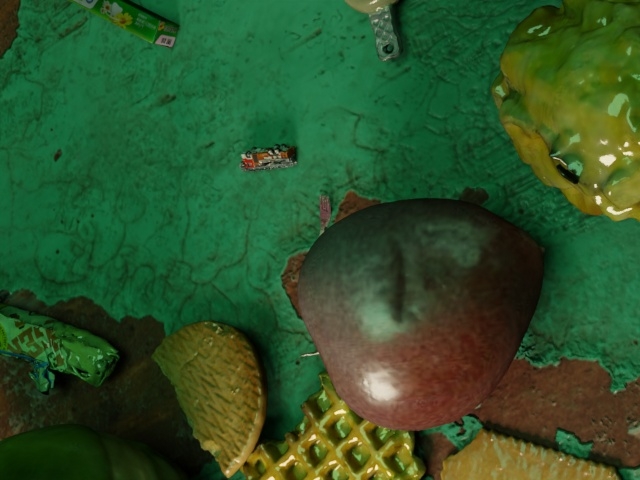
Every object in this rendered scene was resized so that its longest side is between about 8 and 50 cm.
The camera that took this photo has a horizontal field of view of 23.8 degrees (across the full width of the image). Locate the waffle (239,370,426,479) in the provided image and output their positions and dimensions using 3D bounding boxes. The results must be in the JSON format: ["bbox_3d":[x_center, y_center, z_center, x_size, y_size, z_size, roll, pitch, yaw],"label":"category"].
[{"bbox_3d":[0.008,0.299,1.858,0.291,0.051,0.291,-1,88,30],"label":"waffle"}]

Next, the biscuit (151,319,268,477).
[{"bbox_3d":[-0.129,0.183,1.942,0.144,0.033,0.224,-51,51,13],"label":"biscuit"}]

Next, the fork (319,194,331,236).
[{"bbox_3d":[0.001,0.000,1.900,0.016,0.012,0.115,10,98,36],"label":"fork"}]

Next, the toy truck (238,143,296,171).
[{"bbox_3d":[-0.069,-0.105,1.940,0.083,0.024,0.032,-3,115,29],"label":"toy truck"}]

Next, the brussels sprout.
[{"bbox_3d":[-0.301,0.382,1.931,0.371,0.276,0.315,41,122,34],"label":"brussels sprout"}]

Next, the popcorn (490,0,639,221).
[{"bbox_3d":[0.306,-0.139,1.587,0.286,0.215,0.252,-131,29,-60],"label":"popcorn"}]

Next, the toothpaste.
[{"bbox_3d":[-0.270,-0.311,2.066,0.178,0.043,0.037,29,106,30],"label":"toothpaste"}]

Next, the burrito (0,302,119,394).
[{"bbox_3d":[-0.395,0.156,2.118,0.288,0.054,0.104,13,95,32],"label":"burrito"}]

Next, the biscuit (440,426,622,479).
[{"bbox_3d":[0.226,0.346,1.738,0.232,0.013,0.237,14,95,32],"label":"biscuit"}]

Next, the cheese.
[{"bbox_3d":[0.064,-0.304,1.849,0.092,0.047,0.171,5,91,33],"label":"cheese"}]

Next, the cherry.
[{"bbox_3d":[0.112,0.076,1.708,0.307,0.221,0.261,-26,76,10],"label":"cherry"}]
